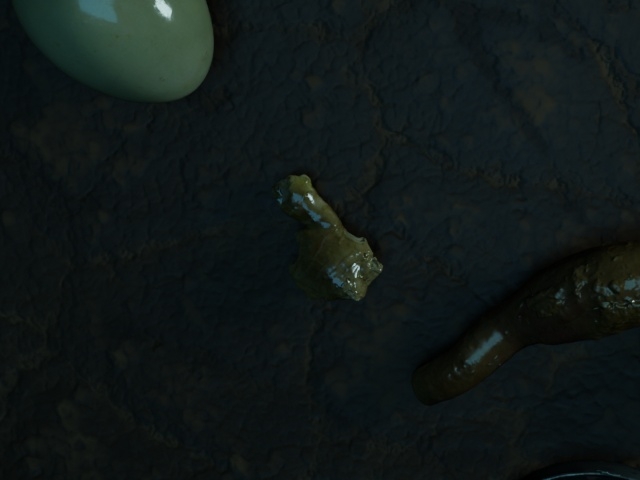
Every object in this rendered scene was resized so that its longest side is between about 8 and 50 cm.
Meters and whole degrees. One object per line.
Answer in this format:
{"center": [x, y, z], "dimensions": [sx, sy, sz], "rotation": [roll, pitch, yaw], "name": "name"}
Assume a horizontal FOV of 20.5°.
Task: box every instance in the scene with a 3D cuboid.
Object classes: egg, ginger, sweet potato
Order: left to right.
{"center": [-0.225, -0.256, 1.935], "dimensions": [0.188, 0.188, 0.254], "rotation": [-40, 100, 16], "name": "egg"}
{"center": [-0.006, 0.006, 2.032], "dimensions": [0.096, 0.067, 0.165], "rotation": [-41, 82, 16], "name": "ginger"}
{"center": [0.267, 0.079, 1.987], "dimensions": [0.385, 0.109, 0.109], "rotation": [-23, 99, 19], "name": "sweet potato"}

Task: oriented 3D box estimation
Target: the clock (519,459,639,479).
{"center": [0.318, 0.405, 2.077], "dimensions": [0.312, 0.061, 0.313], "rotation": [2, 104, 9], "name": "clock"}
